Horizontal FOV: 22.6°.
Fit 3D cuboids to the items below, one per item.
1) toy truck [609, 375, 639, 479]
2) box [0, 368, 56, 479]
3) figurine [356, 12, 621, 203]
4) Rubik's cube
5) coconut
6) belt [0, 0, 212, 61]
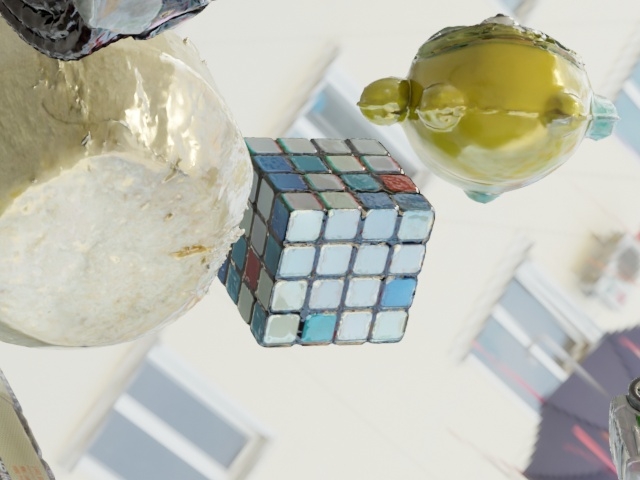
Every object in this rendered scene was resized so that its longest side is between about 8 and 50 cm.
[{"bbox_3d":[0.379,0.182,1.368,0.253,0.114,0.124,-5,-139,6],"label":"toy truck"},{"bbox_3d":[-0.312,0.248,1.336,0.198,0.084,0.310,-37,-109,15],"label":"box"},{"bbox_3d":[0.207,-0.156,1.940,0.340,0.323,0.231,-58,152,-84],"label":"figurine"},{"bbox_3d":[0.000,0.000,1.537,0.151,0.155,0.154,-125,-140,-54],"label":"Rubik's cube"},{"bbox_3d":[-0.175,-0.058,1.131,0.245,0.245,0.247,-42,-144,10],"label":"coconut"},{"bbox_3d":[-0.134,-0.245,0.827,0.164,0.289,0.184,-29,-178,-30],"label":"belt"}]
